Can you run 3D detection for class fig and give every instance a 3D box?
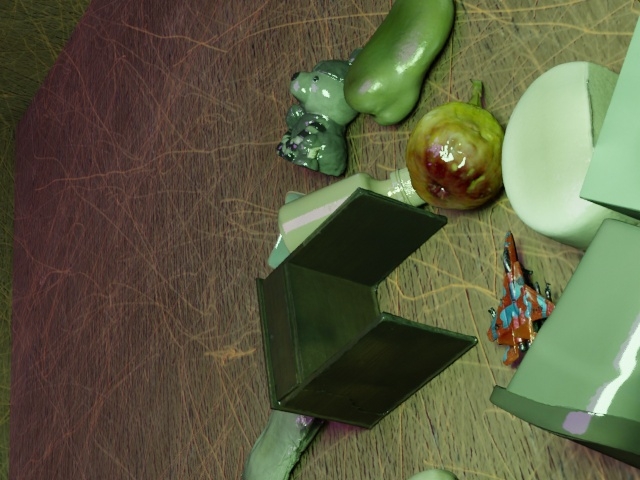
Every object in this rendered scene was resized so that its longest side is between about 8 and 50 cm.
[{"bbox_3d":[0.217,-0.163,1.718,0.159,0.159,0.257,-36,27,45],"label":"fig"}]

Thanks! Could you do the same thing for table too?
[{"bbox_3d":[0.063,0.109,1.749,0.282,0.196,0.251,-44,40,38],"label":"table"}]

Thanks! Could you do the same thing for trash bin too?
[{"bbox_3d":[0.358,0.126,1.269,0.219,0.219,0.250,26,90,58],"label":"trash bin"}]

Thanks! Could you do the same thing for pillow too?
[{"bbox_3d":[-0.076,0.369,1.987,0.230,0.050,0.148,-63,26,16],"label":"pillow"}]

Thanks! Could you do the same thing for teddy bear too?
[{"bbox_3d":[-0.004,-0.240,2.085,0.171,0.144,0.251,169,118,-71],"label":"teddy bear"}]

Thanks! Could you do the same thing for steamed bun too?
[{"bbox_3d":[0.333,-0.099,1.464,0.164,0.146,0.242,-27,52,44],"label":"steamed bun"}]

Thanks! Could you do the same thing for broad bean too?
[{"bbox_3d":[0.141,-0.324,1.937,0.263,0.121,0.189,-56,27,0],"label":"broad bean"}]

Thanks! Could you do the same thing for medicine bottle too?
[{"bbox_3d":[0.061,-0.051,1.843,0.252,0.114,0.114,-23,50,15],"label":"medicine bottle"}]

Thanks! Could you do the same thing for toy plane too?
[{"bbox_3d":[0.277,0.073,1.556,0.130,0.061,0.189,-33,45,48],"label":"toy plane"}]

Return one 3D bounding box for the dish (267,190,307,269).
[{"bbox_3d":[0.000,0.000,2.016,0.212,0.077,0.151,15,90,58],"label":"dish"}]

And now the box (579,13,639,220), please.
[{"bbox_3d":[0.437,-0.115,1.232,0.117,0.225,0.225,22,95,59],"label":"box"}]

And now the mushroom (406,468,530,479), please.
[{"bbox_3d":[0.195,0.382,1.442,0.215,0.207,0.207,-28,43,5],"label":"mushroom"}]

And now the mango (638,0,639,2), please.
[{"bbox_3d":[0.484,-0.417,1.385,0.177,0.120,0.295,-76,11,-66],"label":"mango"}]
